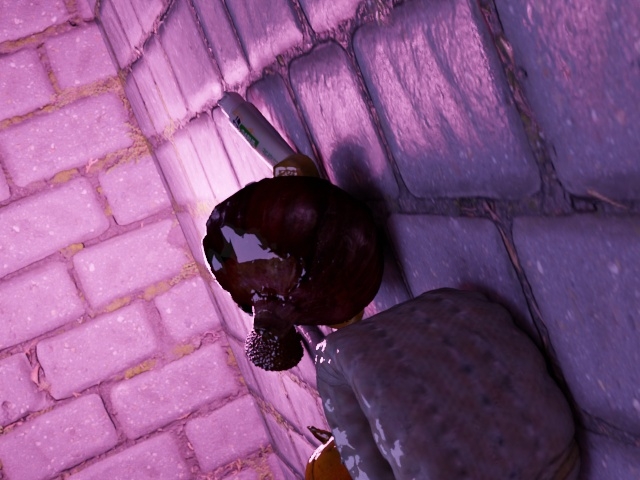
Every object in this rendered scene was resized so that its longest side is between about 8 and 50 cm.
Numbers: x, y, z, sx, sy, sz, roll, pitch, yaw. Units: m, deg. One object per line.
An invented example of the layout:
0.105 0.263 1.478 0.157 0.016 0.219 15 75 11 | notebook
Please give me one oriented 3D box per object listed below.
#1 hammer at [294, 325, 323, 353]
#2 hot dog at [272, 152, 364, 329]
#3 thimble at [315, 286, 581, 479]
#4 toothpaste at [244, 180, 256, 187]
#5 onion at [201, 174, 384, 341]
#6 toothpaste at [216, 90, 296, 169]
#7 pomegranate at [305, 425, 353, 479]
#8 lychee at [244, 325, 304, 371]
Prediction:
0.026 0.241 2.003 0.427 0.044 0.152 -134 25 -58 | hammer
0.000 0.002 1.609 0.088 0.061 0.285 0 119 30 | hot dog
0.130 0.203 1.163 0.291 0.195 0.291 158 90 -77 | thimble
-0.092 -0.011 2.068 0.218 0.033 0.052 67 172 -12 | toothpaste
-0.036 0.031 1.427 0.252 0.252 0.219 84 -159 -53 | onion
-0.072 -0.142 1.718 0.058 0.056 0.314 26 -162 -48 | toothpaste
0.069 0.376 1.691 0.235 0.210 0.210 61 166 23 | pomegranate
-0.098 0.222 2.304 0.129 0.123 0.123 -23 90 42 | lychee
